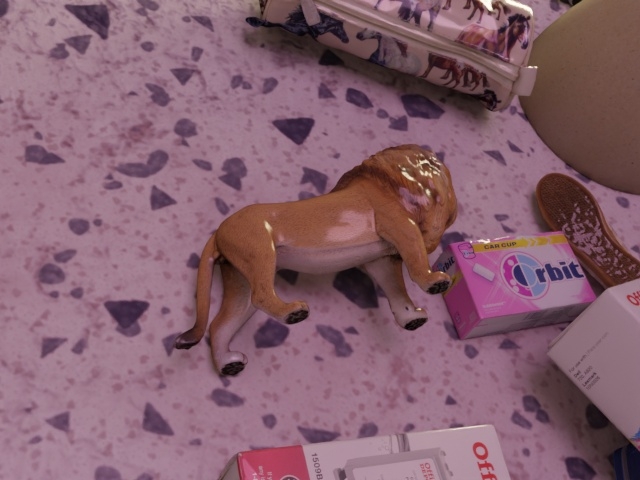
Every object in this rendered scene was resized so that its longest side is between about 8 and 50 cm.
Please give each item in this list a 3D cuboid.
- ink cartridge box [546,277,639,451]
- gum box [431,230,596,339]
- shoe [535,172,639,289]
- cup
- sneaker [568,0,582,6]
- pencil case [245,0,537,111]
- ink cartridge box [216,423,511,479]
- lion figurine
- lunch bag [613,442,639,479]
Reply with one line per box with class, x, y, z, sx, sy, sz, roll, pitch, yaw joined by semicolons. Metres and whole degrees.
ink cartridge box;0.431;0.176;1.035;0.201;0.117;0.278;-7;49;-51
gum box;0.252;0.055;1.142;0.188;0.062;0.107;-6;61;-24
shoe;0.371;0.000;1.234;0.076;0.058;0.219;-32;66;-1
cup;0.498;-0.271;1.340;0.331;0.237;0.331;10;55;-15
sneaker;0.406;-0.510;1.557;0.281;0.106;0.162;30;47;-13
pencil case;0.108;-0.315;1.268;0.410;0.160;0.183;18;37;-9
ink cartridge box;0.058;0.303;0.873;0.283;0.117;0.207;-2;59;-21
lion figurine;0.000;0.000;1.041;0.392;0.142;0.240;-8;54;-20
lunch bag;0.386;0.285;1.042;0.067;0.065;0.098;22;49;-20
